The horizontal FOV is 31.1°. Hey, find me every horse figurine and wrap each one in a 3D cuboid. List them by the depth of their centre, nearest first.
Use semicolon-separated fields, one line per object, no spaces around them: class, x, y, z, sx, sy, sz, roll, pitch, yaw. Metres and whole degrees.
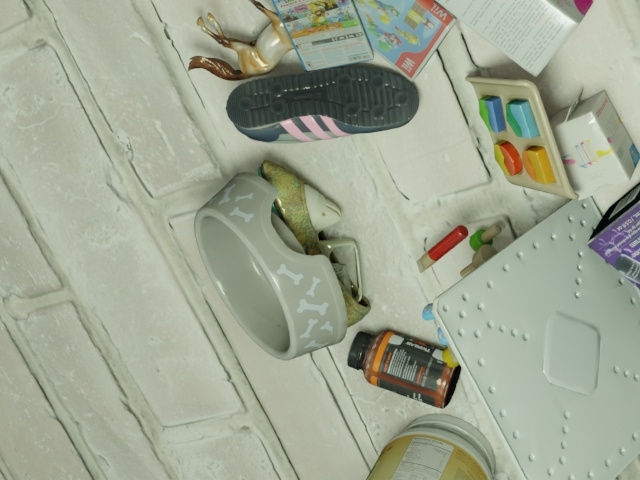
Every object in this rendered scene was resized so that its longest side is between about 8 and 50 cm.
horse figurine;-0.100;-0.342;1.914;0.263;0.066;0.174;-35;110;31

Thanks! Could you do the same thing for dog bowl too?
dog bowl;-0.098;0.056;2.015;0.349;0.102;0.349;46;156;28

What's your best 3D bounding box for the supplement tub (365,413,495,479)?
supplement tub;0.185;0.484;2.096;0.228;0.316;0.228;12;121;20

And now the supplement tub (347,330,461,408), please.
supplement tub;0.151;0.228;2.099;0.197;0.106;0.106;18;124;16

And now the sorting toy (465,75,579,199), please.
sorting toy;0.303;-0.158;1.777;0.208;0.038;0.193;63;167;-18

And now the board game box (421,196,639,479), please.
board game box;0.372;0.177;1.774;0.050;0.390;0.390;-21;99;55

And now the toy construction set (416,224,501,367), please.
toy construction set;0.269;0.144;1.939;0.309;0.257;0.237;55;140;6

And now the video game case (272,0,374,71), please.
video game case;0.005;-0.339;1.824;0.119;0.015;0.166;-8;141;18

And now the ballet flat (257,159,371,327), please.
ballet flat;0.000;0.000;2.050;0.123;0.123;0.349;-11;111;30

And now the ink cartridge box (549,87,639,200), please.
ink cartridge box;0.411;-0.153;1.764;0.090;0.092;0.143;-24;104;35

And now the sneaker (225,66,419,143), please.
sneaker;0.010;-0.218;1.931;0.319;0.131;0.112;1;75;10

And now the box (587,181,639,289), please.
box;0.544;0.006;1.760;0.207;0.108;0.153;40;142;1

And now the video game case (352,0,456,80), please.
video game case;0.065;-0.380;1.777;0.285;0.025;0.204;40;161;1

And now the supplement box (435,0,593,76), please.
supplement box;0.275;-0.363;1.698;0.220;0.111;0.114;37;127;3
